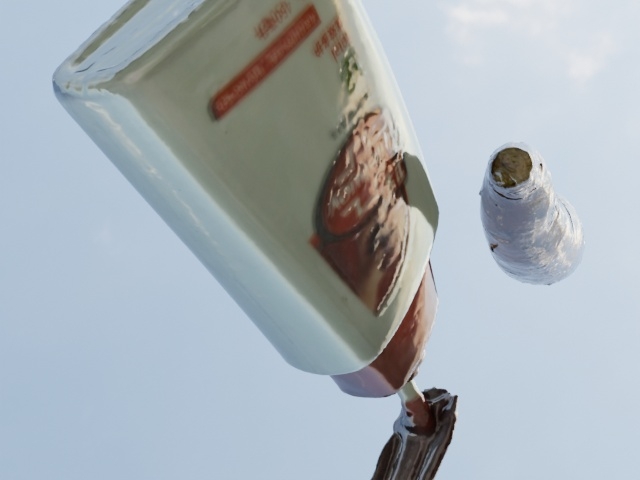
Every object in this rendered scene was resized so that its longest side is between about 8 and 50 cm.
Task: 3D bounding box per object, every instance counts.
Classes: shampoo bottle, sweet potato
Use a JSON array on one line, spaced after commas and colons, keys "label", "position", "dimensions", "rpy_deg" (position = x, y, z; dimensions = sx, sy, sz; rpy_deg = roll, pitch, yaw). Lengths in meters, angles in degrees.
[{"label": "shampoo bottle", "position": [0.000, 0.000, 0.736], "dimensions": [0.153, 0.071, 0.284], "rpy_deg": [-53, -54, -36]}, {"label": "sweet potato", "position": [0.116, -0.006, 0.876], "dimensions": [0.057, 0.264, 0.057], "rpy_deg": [-1, -98, 11]}]
